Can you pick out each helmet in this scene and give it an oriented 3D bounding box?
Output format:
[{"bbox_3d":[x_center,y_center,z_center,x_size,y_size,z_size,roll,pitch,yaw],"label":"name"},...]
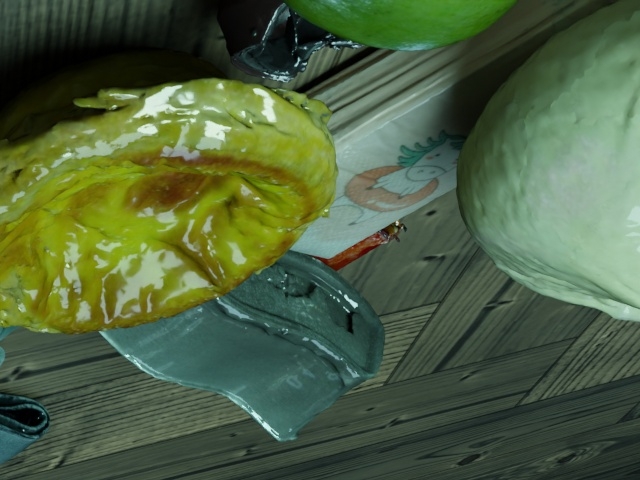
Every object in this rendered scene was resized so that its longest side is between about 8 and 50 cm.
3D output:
[{"bbox_3d":[-0.007,-0.149,1.064,0.123,0.070,0.098,-29,165,6],"label":"helmet"}]

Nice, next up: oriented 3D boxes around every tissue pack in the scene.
[{"bbox_3d":[0.087,-0.094,1.293,0.325,0.071,0.170,-29,156,23],"label":"tissue pack"}]

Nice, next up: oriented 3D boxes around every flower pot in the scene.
[{"bbox_3d":[-0.063,0.059,1.398,0.229,0.103,0.108,31,129,-31],"label":"flower pot"}]

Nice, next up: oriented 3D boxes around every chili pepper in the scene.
[{"bbox_3d":[0.000,0.000,1.467,0.123,0.073,0.070,-27,116,18],"label":"chili pepper"}]

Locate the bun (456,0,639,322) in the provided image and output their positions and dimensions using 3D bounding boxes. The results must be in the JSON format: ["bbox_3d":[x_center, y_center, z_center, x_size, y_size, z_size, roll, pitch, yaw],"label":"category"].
[{"bbox_3d":[0.276,-0.046,1.199,0.361,0.213,0.361,-23,156,-11],"label":"bun"}]

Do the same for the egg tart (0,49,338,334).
[{"bbox_3d":[-0.127,-0.040,1.175,0.295,0.116,0.295,-13,155,-6],"label":"egg tart"}]

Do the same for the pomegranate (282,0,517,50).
[{"bbox_3d":[0.017,-0.193,0.853,0.225,0.187,0.187,26,140,-22],"label":"pomegranate"}]

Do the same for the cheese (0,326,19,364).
[{"bbox_3d":[-0.290,0.097,1.508,0.067,0.026,0.120,-9,153,-31],"label":"cheese"}]

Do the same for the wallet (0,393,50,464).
[{"bbox_3d":[-0.412,0.193,1.611,0.251,0.054,0.290,-28,157,19],"label":"wallet"}]
